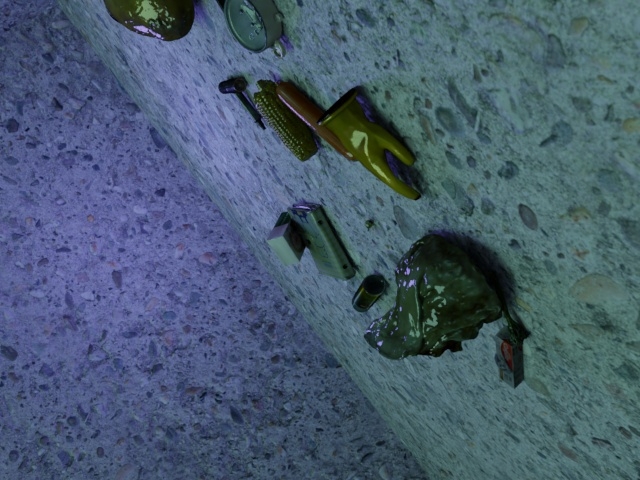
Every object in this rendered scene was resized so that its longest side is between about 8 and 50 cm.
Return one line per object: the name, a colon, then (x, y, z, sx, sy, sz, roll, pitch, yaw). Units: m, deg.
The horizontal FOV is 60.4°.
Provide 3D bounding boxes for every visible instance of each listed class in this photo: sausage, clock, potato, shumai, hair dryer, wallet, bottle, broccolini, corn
sausage: (-0.007, -0.314, 1.439, 0.348, 0.053, 0.053, 45, 163, 21)
clock: (-0.167, -0.538, 1.338, 0.229, 0.063, 0.156, 52, 155, -11)
potato: (-0.496, -0.715, 1.663, 0.266, 0.229, 0.229, 36, 158, 31)
shumai: (0.245, 0.168, 1.321, 0.292, 0.288, 0.330, 58, 171, 2)
hair dryer: (-0.255, -0.453, 1.840, 0.195, 0.050, 0.173, 56, 166, -27)
wallet: (0.000, 0.000, 2.050, 0.223, 0.077, 0.309, 17, 140, 60)
bottle: (0.171, 0.196, 1.996, 0.082, 0.082, 0.286, 48, 164, 11)
broccolini: (0.432, 0.163, 1.294, 0.218, 0.044, 0.042, 59, 163, -18)
corn: (-0.101, -0.343, 1.566, 0.261, 0.097, 0.097, 54, 164, -17)

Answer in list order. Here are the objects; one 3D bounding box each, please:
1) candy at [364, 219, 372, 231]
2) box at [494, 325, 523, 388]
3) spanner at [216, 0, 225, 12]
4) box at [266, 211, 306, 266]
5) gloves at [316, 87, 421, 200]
candy: (0.145, -0.042, 1.674, 0.083, 0.025, 0.023, 86, -174, -76)
box: (0.495, 0.309, 1.436, 0.055, 0.039, 0.218, 38, 159, 42)
spanner: (-0.272, -0.667, 1.428, 0.325, 0.040, 0.096, 54, 164, -12)
box: (-0.119, -0.013, 2.135, 0.081, 0.199, 0.135, -16, 121, 28)
gloves: (0.130, -0.202, 1.274, 0.294, 0.116, 0.133, 46, -167, -13)
